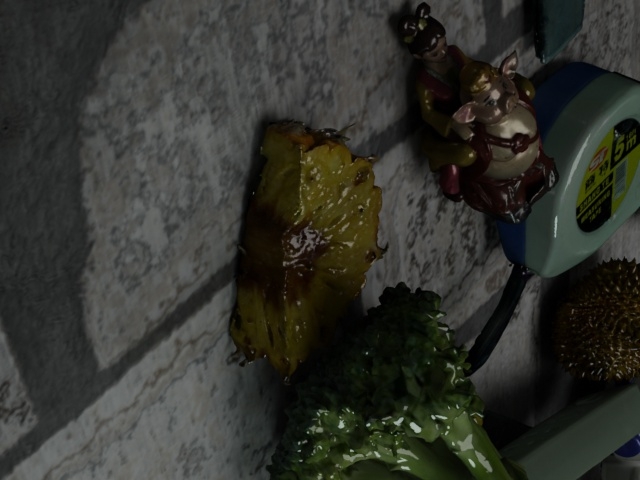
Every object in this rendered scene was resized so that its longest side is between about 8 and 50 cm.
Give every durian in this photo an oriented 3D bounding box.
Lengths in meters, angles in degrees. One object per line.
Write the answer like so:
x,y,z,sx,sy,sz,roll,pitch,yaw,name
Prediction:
0.342,0.095,1.942,0.168,0.137,0.158,9,108,-41,durian

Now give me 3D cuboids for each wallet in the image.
0.234,-0.249,1.644,0.088,0.026,0.129,-43,141,-36,wallet

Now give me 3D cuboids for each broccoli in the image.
0.126,0.247,1.530,0.275,0.397,0.353,-46,-174,7,broccoli

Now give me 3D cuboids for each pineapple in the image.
-0.001,-0.001,1.439,0.135,0.079,0.233,-19,127,-50,pineapple

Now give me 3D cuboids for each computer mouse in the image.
0.216,0.263,1.937,0.229,0.068,0.113,24,73,-46,computer mouse

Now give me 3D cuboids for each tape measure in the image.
0.225,-0.036,1.709,0.351,0.098,0.215,-43,144,-33,tape measure

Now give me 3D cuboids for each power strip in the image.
0.264,0.233,1.857,0.385,0.091,0.062,-20,88,-55,power strip

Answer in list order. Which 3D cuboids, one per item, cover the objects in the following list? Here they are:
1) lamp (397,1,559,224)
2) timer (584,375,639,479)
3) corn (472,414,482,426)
0.147,-0.118,1.536,0.118,0.118,0.253,-51,147,-19,lamp
0.425,0.314,2.142,0.270,0.270,0.383,-37,123,-35,timer
0.115,0.259,1.789,0.067,0.067,0.206,21,93,-57,corn
